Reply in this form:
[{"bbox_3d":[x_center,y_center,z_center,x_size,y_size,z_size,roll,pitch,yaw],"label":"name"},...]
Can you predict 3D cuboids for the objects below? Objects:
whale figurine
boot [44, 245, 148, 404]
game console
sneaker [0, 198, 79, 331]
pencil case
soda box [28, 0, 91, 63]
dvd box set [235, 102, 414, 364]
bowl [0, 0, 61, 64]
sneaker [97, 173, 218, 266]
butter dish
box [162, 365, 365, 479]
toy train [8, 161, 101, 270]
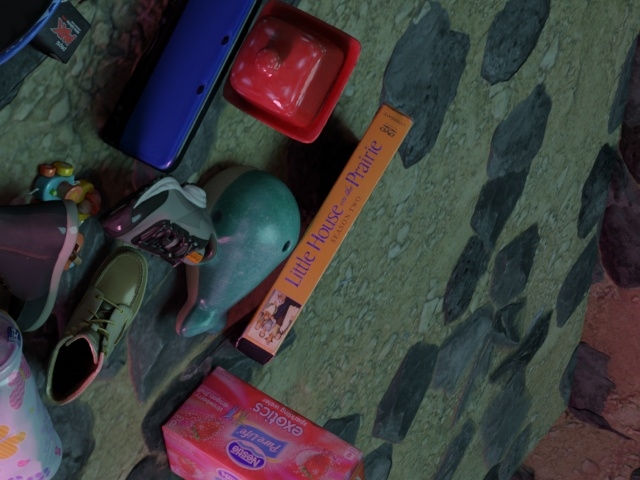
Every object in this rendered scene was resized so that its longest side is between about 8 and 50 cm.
[{"bbox_3d":[-0.121,0.028,2.132,0.216,0.141,0.272,3,110,-63],"label":"whale figurine"},{"bbox_3d":[-0.294,0.112,1.892,0.213,0.077,0.165,-61,-175,2],"label":"boot"},{"bbox_3d":[-0.136,-0.216,1.846,0.293,0.173,0.250,-63,154,-1],"label":"game console"},{"bbox_3d":[-0.379,0.027,1.750,0.118,0.083,0.222,3,136,-26],"label":"sneaker"},{"bbox_3d":[-0.404,0.204,1.807,0.113,0.124,0.273,-10,137,-3],"label":"pencil case"},{"bbox_3d":[-0.322,-0.264,1.590,0.060,0.053,0.169,-59,155,-9],"label":"soda box"},{"bbox_3d":[0.000,0.000,2.289,0.420,0.062,0.307,-59,180,-9],"label":"dvd box set"},{"bbox_3d":[-0.372,-0.324,1.351,0.391,0.077,0.391,-30,132,-40],"label":"bowl"},{"bbox_3d":[-0.201,-0.019,1.909,0.100,0.108,0.271,-32,170,15],"label":"sneaker"},{"bbox_3d":[-0.054,-0.231,1.910,0.160,0.160,0.118,-63,163,8],"label":"butter dish"},{"bbox_3d":[-0.090,0.356,2.313,0.154,0.300,0.142,-47,151,-29],"label":"box"},{"bbox_3d":[-0.323,-0.025,1.817,0.125,0.046,0.166,-57,154,-15],"label":"toy train"}]
